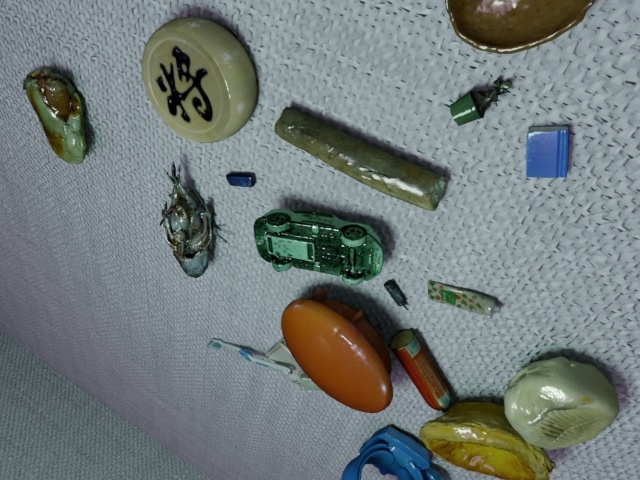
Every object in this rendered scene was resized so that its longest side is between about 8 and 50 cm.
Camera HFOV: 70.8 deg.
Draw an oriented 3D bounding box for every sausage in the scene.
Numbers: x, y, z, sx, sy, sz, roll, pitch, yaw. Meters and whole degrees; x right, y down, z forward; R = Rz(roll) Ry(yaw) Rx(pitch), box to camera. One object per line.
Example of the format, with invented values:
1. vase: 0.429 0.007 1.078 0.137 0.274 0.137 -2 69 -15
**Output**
1. sausage: 0.267 0.351 1.160 0.083 0.083 0.264 -17 113 40

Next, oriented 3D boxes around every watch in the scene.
1. watch: 0.222 0.760 1.357 0.305 0.274 0.241 37 134 11

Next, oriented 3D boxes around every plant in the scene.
1. plant: 0.269 -0.230 0.745 0.102 0.051 0.051 -24 108 36

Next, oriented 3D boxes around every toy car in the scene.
1. toy car: 0.000 0.000 1.040 0.305 0.125 0.136 8 129 14

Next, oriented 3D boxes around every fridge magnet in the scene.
1. fridge magnet: 0.044 0.296 1.181 0.363 0.155 0.364 31 142 29

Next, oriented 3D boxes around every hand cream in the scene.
1. hand cream: 0.316 0.131 1.002 0.165 0.037 0.057 13 129 32

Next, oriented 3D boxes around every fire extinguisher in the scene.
1. fire extinguisher: 0.184 0.134 1.090 0.083 0.025 0.038 53 171 -12

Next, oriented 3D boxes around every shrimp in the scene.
1. shrimp: -0.345 -0.042 1.241 0.171 0.137 0.372 -3 138 -9

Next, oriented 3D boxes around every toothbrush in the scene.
1. toothbrush: -0.244 0.390 1.533 0.385 0.040 0.040 7 126 34

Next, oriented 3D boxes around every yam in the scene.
1. yam: 0.072 -0.165 0.905 0.371 0.083 0.083 27 133 14

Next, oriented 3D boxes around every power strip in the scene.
1. power strip: 0.003 0.443 1.399 0.190 0.030 0.048 -1 111 15

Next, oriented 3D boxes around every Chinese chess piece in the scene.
1. Chinese chess piece: -0.259 -0.339 0.968 0.257 0.104 0.257 17 131 21

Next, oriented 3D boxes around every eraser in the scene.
1. eraser: 0.379 -0.147 0.751 0.063 0.027 0.085 6 125 31

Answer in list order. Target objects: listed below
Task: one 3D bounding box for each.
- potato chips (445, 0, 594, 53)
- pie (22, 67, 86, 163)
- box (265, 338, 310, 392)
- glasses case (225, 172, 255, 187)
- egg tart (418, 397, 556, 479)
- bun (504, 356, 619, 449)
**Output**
1. potato chips: 0.287 -0.352 0.642 0.201 0.049 0.150 -12 111 40
2. pie: -0.757 -0.354 1.295 0.257 0.105 0.275 21 131 38
3. box: -0.077 0.407 1.458 0.198 0.029 0.109 42 134 -3
4. glasses case: -0.197 -0.152 1.122 0.083 0.023 0.034 8 131 30
5. egg tart: 0.412 0.493 1.126 0.318 0.128 0.319 15 143 12
6. bun: 0.503 0.339 0.963 0.229 0.145 0.230 -4 130 -5
